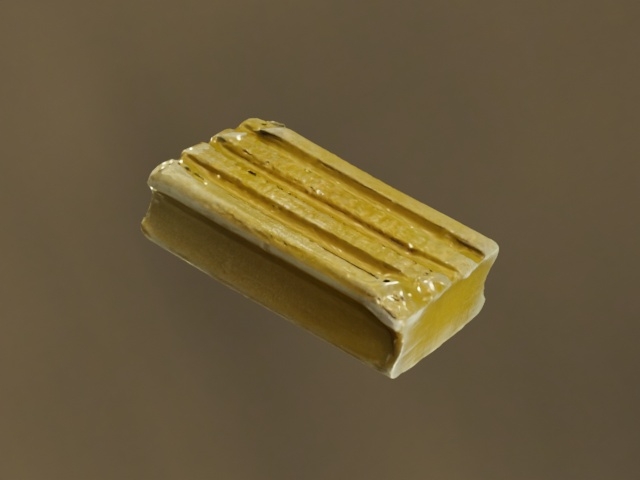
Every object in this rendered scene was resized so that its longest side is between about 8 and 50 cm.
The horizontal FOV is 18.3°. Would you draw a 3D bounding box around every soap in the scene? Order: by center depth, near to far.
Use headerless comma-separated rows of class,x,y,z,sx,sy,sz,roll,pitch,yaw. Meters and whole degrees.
soap,0.000,0.000,1.744,0.274,0.173,0.089,29,-55,23
